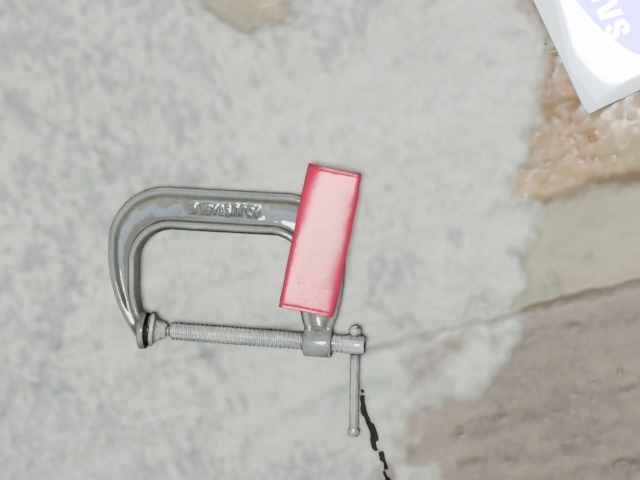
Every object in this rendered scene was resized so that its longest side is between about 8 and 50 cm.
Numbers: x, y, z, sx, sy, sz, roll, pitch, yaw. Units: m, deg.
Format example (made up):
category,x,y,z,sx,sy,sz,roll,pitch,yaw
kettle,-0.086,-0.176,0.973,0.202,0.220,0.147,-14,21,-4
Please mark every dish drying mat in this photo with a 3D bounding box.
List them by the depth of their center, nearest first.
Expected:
category,x,y,z,sx,sy,sz,roll,pitch,yaw
dish drying mat,0.000,0.000,0.965,0.032,0.008,0.083,11,96,0

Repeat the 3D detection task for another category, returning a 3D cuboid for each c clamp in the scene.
category,x,y,z,sx,sy,sz,roll,pitch,yaw
c clamp,-0.048,0.037,0.986,0.161,0.022,0.137,9,103,8

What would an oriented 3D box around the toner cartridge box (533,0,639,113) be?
category,x,y,z,sx,sy,sz,roll,pitch,yaw
toner cartridge box,0.138,-0.257,0.868,0.165,0.075,0.347,-25,96,15
